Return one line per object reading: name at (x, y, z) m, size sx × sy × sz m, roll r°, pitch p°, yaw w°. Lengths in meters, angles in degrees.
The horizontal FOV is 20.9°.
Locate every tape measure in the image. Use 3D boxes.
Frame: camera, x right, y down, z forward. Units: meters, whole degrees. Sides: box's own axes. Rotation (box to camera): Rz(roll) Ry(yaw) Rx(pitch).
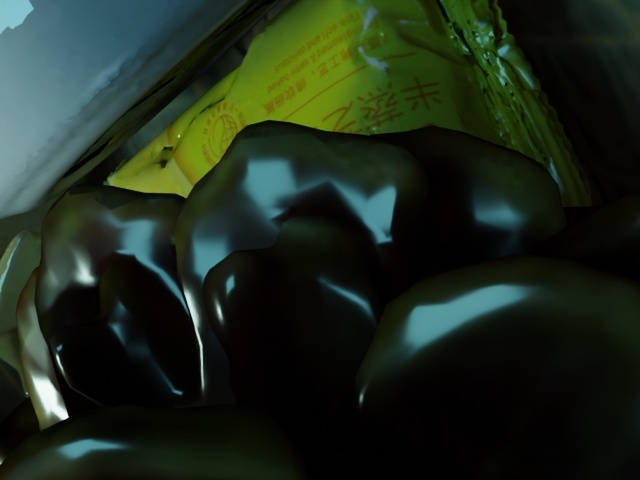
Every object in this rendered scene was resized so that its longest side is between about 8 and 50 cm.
tape measure at (-0.073, -0.093, 0.549) m, size 0.178 × 0.196 × 0.105 m, roll -40°, pitch 93°, yaw 27°

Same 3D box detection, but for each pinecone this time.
pinecone at (0.009, 0.183, 0.420) m, size 0.398 × 0.398 × 0.398 m, roll 13°, pitch 112°, yaw 37°

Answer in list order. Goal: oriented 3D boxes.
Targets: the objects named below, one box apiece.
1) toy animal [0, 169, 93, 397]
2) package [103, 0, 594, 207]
toy animal at (-0.169, 0.002, 0.684) m, size 0.179 × 0.188 × 0.089 m, roll 38°, pitch 161°, yaw 36°
package at (0.000, 0.000, 0.574) m, size 0.226 × 0.090 × 0.168 m, roll -42°, pitch 57°, yaw 41°
